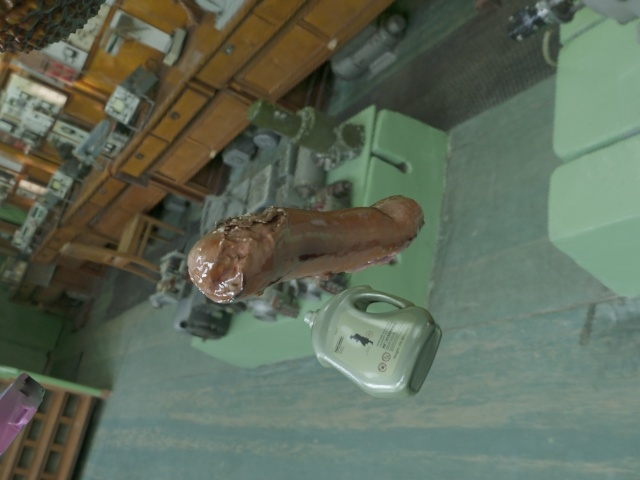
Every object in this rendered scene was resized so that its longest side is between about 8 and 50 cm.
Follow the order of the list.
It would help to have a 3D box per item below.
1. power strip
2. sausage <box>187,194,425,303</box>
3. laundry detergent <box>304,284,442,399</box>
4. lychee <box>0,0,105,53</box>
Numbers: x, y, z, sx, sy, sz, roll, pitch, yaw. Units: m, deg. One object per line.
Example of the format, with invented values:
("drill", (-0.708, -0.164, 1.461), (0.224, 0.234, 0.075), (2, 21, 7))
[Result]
("power strip", (-0.389, 0.245, 0.687), (0.279, 0.037, 0.109), (-41, 15, 20))
("sausage", (0.001, 0.001, 0.618), (0.078, 0.304, 0.078), (7, 101, 38))
("laundry detergent", (0.078, 0.171, 1.184), (0.253, 0.091, 0.181), (18, 76, 35))
("lychee", (-0.254, -0.239, 0.511), (0.194, 0.194, 0.194), (-43, 35, 40))
